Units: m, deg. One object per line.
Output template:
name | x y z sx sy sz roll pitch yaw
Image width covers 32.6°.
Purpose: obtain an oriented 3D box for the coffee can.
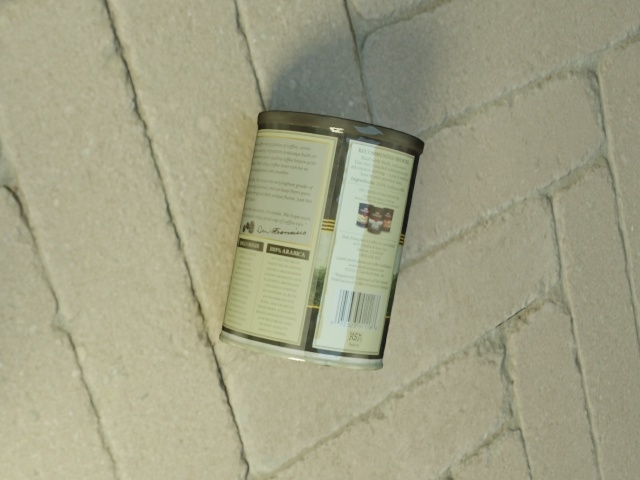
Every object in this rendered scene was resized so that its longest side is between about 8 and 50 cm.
coffee can | 0.000 0.000 1.303 0.202 0.202 0.275 11 89 -41
